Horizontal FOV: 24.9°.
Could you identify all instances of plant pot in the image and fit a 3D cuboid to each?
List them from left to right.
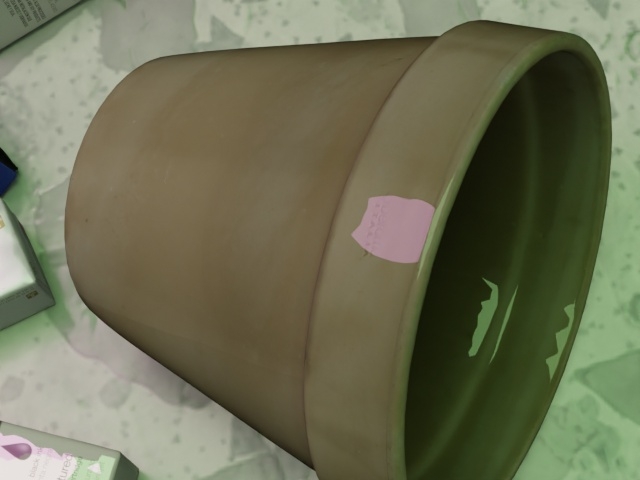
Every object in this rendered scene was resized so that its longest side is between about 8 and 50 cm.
[{"bbox_3d":[0.000,0.000,0.933,0.280,0.323,0.323,15,73,24],"label":"plant pot"}]

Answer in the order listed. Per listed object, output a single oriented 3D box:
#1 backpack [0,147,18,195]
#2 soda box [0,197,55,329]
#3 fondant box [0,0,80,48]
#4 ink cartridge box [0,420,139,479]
[{"bbox_3d":[-0.304,-0.064,1.057,0.120,0.098,0.101,40,82,13],"label":"backpack"},{"bbox_3d":[-0.306,0.053,1.035,0.216,0.069,0.074,-25,74,-4],"label":"soda box"},{"bbox_3d":[-0.191,-0.334,1.140,0.330,0.096,0.238,-33,73,-8],"label":"fondant box"},{"bbox_3d":[-0.243,0.195,0.976,0.203,0.086,0.148,12,73,6],"label":"ink cartridge box"}]
